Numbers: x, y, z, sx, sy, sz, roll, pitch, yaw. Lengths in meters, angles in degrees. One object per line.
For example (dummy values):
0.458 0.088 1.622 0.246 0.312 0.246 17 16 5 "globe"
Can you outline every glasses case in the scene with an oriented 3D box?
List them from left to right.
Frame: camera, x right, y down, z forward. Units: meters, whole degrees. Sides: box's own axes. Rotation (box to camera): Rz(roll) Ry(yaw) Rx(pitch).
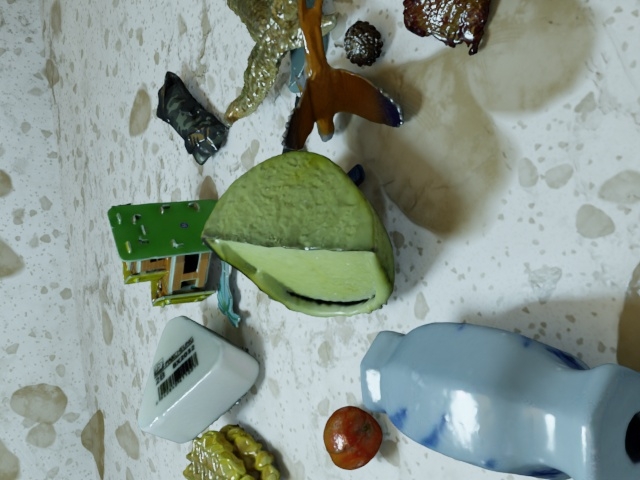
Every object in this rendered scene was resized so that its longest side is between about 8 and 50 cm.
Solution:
0.063 -0.119 1.171 0.083 0.023 0.033 -42 66 47 "glasses case"

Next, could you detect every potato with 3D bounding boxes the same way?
0.000 0.000 1.114 0.330 0.280 0.213 4 57 22 "potato"

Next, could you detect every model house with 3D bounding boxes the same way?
-0.391 0.114 1.565 0.340 0.300 0.324 60 146 37 "model house"

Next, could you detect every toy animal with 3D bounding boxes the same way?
-0.017 -0.321 1.088 0.302 0.225 0.284 -147 41 -74 "toy animal"

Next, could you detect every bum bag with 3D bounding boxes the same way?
-0.374 -0.342 1.647 0.340 0.095 0.144 46 124 30 "bum bag"

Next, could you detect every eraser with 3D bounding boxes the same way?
-0.347 0.381 1.544 0.331 0.150 0.331 -26 47 32 "eraser"

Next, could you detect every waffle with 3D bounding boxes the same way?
-0.228 0.632 1.517 0.324 0.151 0.261 18 105 46 "waffle"

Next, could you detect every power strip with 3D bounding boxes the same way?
-0.063 -0.461 1.273 0.167 0.054 0.253 -47 58 40 "power strip"

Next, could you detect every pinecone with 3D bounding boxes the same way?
0.081 -0.371 1.089 0.077 0.077 0.083 -40 31 46 "pinecone"

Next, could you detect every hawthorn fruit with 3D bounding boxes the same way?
0.062 0.387 1.155 0.128 0.128 0.128 7 99 51 "hawthorn fruit"

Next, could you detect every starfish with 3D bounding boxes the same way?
-0.127 -0.469 1.251 0.432 0.082 0.324 -26 77 50 "starfish"

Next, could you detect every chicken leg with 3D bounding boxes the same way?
0.244 -0.390 0.882 0.322 0.083 0.177 -21 86 52 "chicken leg"

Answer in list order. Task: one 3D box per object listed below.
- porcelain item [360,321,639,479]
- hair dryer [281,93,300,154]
0.244 0.219 0.814 0.405 0.242 0.178 1 72 56 "porcelain item"
-0.087 -0.152 1.331 0.303 0.120 0.359 13 94 65 "hair dryer"
